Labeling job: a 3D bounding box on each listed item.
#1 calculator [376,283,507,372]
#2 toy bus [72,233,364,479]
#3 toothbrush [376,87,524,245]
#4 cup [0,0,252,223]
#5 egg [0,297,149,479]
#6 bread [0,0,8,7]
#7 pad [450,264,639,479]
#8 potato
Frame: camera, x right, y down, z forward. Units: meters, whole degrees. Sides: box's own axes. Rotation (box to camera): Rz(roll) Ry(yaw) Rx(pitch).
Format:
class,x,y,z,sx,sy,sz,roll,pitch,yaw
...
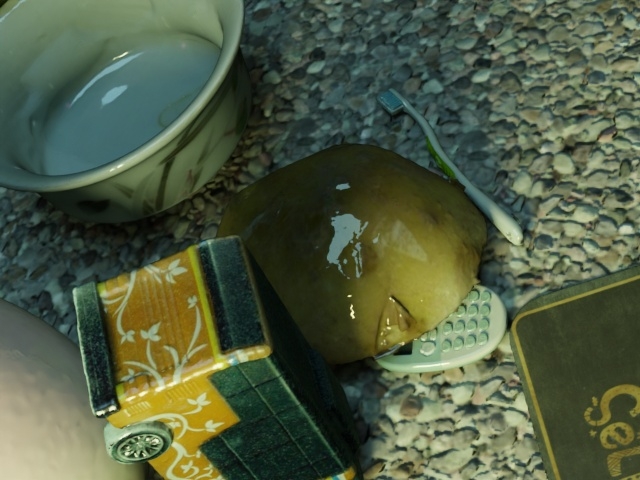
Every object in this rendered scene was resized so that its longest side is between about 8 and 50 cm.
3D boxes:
class,x,y,z,sx,sy,sz,roll,pitch,yaw
calculator,0.098,0.079,1.201,0.153,0.021,0.095,-7,53,22
toy bus,-0.077,0.132,1.081,0.167,0.275,0.138,-22,50,4
toothbrush,0.132,-0.079,1.302,0.026,0.022,0.263,-27,48,-14
cup,-0.212,-0.153,1.418,0.347,0.163,0.347,-13,52,17
egg,-0.319,0.200,1.111,0.340,0.354,0.354,-2,54,1
bread,-0.385,-0.298,1.569,0.301,0.045,0.301,-39,12,10
pad,0.264,0.164,1.041,0.315,0.063,0.375,-20,50,11
potato,0.000,0.000,1.232,0.299,0.116,0.239,1,57,33
